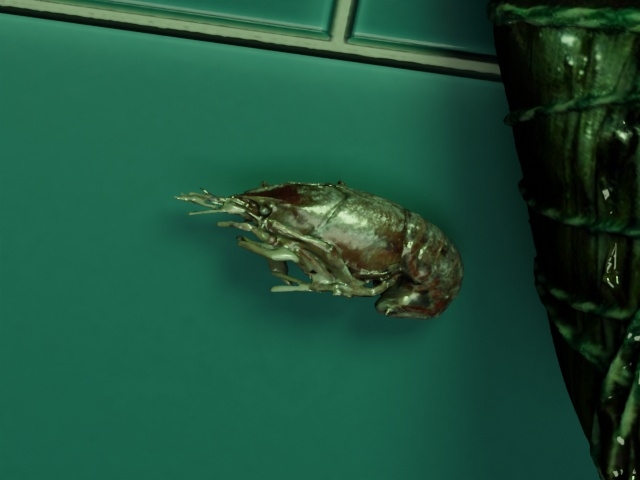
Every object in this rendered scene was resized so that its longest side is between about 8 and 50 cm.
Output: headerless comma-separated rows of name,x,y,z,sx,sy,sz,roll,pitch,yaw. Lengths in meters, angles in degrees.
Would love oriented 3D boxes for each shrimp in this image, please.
shrimp,0.000,0.000,1.013,0.165,0.056,0.065,14,123,-10

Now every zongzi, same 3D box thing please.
zongzi,0.165,-0.057,0.920,0.362,0.319,0.383,25,97,-7
